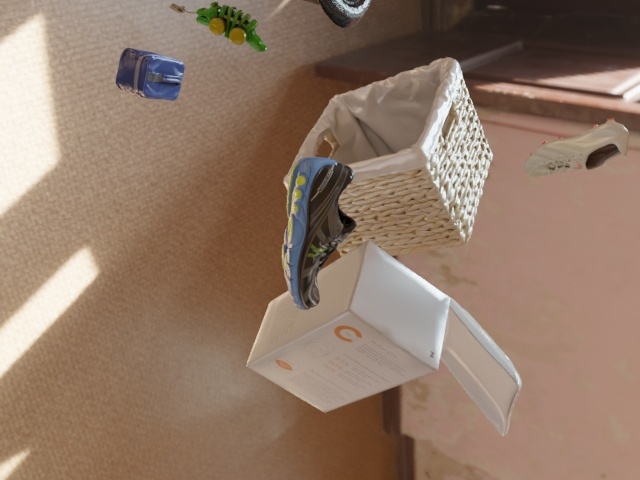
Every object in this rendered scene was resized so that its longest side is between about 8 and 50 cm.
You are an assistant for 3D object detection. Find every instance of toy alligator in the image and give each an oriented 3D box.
[{"bbox_3d":[-0.172,-0.386,1.205,0.051,0.190,0.056,-65,176,29],"label":"toy alligator"}]

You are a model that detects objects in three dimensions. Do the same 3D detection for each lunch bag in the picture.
[{"bbox_3d":[-0.251,-0.248,1.056,0.098,0.065,0.067,-14,123,-61],"label":"lunch bag"}]

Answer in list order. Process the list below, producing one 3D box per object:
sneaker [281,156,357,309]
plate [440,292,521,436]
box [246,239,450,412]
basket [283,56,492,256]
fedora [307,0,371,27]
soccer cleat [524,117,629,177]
[{"bbox_3d":[0.000,0.000,0.755,0.078,0.067,0.188,1,121,-13],"label":"sneaker"},{"bbox_3d":[0.348,0.269,1.553,0.045,0.278,0.277,-29,145,-13],"label":"plate"},{"bbox_3d":[0.049,0.181,1.364,0.215,0.345,0.168,35,49,-20],"label":"box"},{"bbox_3d":[0.163,-0.163,1.490,0.266,0.331,0.328,54,43,-30],"label":"basket"},{"bbox_3d":[-0.022,-0.558,1.300,0.334,0.153,0.334,-8,100,-61],"label":"fedora"},{"bbox_3d":[0.454,-0.151,1.253,0.068,0.196,0.076,32,51,-33],"label":"soccer cleat"}]
